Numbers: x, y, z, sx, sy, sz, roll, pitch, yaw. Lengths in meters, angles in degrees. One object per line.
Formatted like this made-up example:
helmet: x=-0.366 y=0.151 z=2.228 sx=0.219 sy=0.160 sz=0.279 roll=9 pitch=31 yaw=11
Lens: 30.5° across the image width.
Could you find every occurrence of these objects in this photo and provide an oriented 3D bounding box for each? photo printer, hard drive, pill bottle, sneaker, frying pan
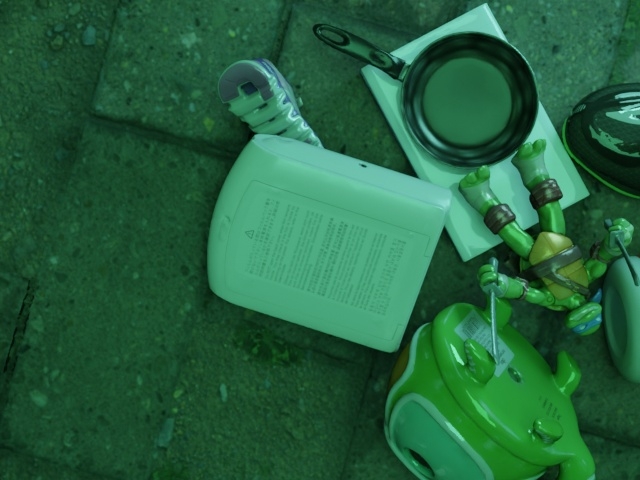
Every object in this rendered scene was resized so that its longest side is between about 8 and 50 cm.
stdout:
photo printer: x=0.000 y=0.000 z=1.640 sx=0.307 sy=0.107 sz=0.256 roll=17 pitch=112 yaw=-1
hard drive: x=0.225 y=-0.158 z=1.721 sx=0.210 sy=0.040 sz=0.319 roll=-28 pitch=89 yaw=-3
pill bottle: x=0.574 y=0.099 z=1.654 sx=0.322 sy=0.181 sz=0.182 roll=-6 pitch=88 yaw=-2
sneaker: x=-0.054 y=-0.167 z=1.687 sx=0.095 sy=0.104 sz=0.236 roll=-24 pitch=111 yaw=18
frying pan: x=0.147 y=-0.201 z=1.674 sx=0.326 sy=0.053 sz=0.197 roll=2 pitch=88 yaw=0
sneaker: x=0.576 y=-0.126 z=1.621 sx=0.482 sy=0.202 sz=0.185 roll=17 pitch=79 yaw=18

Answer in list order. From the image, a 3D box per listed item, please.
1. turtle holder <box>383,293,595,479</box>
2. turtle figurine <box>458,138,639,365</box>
turtle holder: x=0.235 y=0.245 z=1.626 sx=0.320 sy=0.243 sz=0.227 roll=33 pitch=122 yaw=-21
turtle figurine: x=0.305 y=-0.002 z=1.582 sx=0.198 sy=0.274 sz=0.266 roll=-36 pitch=73 yaw=29
